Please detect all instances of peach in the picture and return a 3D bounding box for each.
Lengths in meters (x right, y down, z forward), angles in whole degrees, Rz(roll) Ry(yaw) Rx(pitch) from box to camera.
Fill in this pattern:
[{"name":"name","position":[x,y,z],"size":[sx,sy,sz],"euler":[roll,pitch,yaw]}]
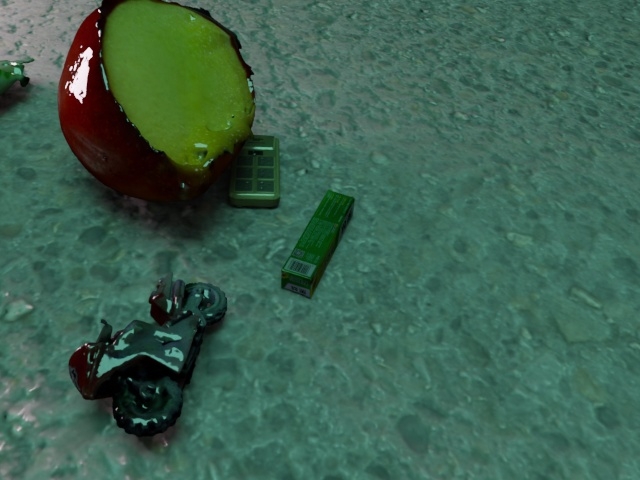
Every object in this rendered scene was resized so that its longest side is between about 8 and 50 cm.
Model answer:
[{"name":"peach","position":[-0.234,-0.172,0.842],"size":[0.258,0.201,0.361],"euler":[14,50,-38]}]

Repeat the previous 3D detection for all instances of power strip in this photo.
[{"name":"power strip","position":[-0.100,-0.114,0.912],"size":[0.076,0.028,0.168],"euler":[0,44,-6]}]

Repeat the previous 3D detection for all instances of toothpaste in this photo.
[{"name":"toothpaste","position":[0.000,0.000,0.803],"size":[0.043,0.037,0.178],"euler":[15,44,13]}]

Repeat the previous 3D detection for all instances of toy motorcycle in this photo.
[{"name":"toy motorcycle","position":[-0.181,0.110,0.637],"size":[0.123,0.082,0.213],"euler":[20,36,-2]}]

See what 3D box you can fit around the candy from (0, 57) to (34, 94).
[{"name":"candy","position":[-0.612,-0.220,0.866],"size":[0.263,0.171,0.397],"euler":[8,31,-5]}]
